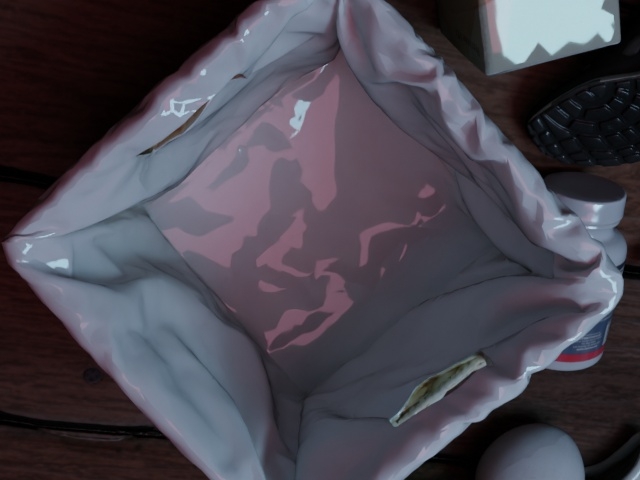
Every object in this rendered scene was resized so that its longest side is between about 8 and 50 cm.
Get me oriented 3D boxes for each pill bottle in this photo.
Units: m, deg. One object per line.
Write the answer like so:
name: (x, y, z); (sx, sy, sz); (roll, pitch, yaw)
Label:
pill bottle: (0.245, 0.028, 1.078); (0.108, 0.108, 0.180); (0, 115, -12)

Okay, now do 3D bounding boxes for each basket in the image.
basket: (0.000, 0.000, 0.869); (0.328, 0.266, 0.331); (-41, 95, 9)

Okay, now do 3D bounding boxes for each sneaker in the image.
sneaker: (0.304, 0.318, 1.258); (0.258, 0.094, 0.091); (-41, 99, 5)
sneaker: (0.324, -0.170, 1.008); (0.283, 0.124, 0.107); (-25, 128, 29)

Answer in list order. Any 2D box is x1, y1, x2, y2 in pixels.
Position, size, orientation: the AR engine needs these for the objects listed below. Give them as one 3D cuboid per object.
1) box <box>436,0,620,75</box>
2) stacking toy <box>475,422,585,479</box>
box: (0.151, -0.308, 0.869); (0.121, 0.148, 0.311); (-15, 117, -5)
stacking toy: (0.125, 0.403, 1.179); (0.351, 0.350, 0.479); (33, 87, -24)
